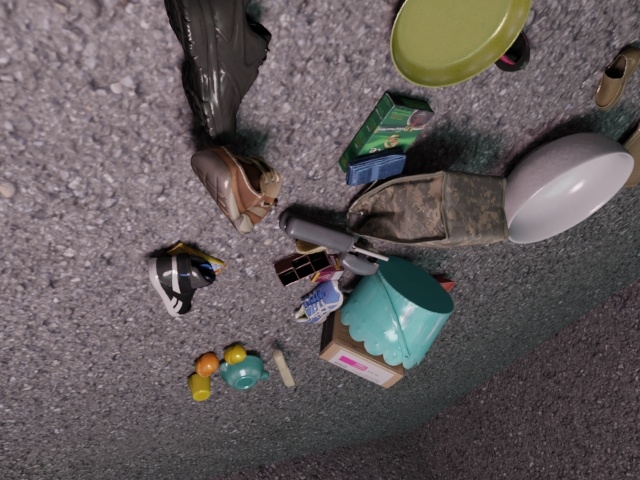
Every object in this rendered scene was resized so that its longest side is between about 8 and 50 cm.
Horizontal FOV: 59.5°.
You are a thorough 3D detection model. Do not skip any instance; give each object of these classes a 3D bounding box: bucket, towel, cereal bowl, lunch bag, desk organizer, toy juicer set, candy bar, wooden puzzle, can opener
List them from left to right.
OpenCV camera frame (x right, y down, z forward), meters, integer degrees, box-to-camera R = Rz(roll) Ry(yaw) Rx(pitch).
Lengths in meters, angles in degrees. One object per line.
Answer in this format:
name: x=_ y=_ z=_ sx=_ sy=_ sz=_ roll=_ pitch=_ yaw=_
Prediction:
candy bar: x=-0.264 y=0.039 z=1.207 sx=0.040 sy=0.018 sz=0.161 roll=-34 pitch=147 yaw=15
toy juicer set: x=-0.230 y=0.373 z=1.690 sx=0.330 sy=0.089 sz=0.209 roll=-3 pitch=131 yaw=-18
desk organizer: x=-0.044 y=0.059 z=1.345 sx=0.130 sy=0.050 sz=0.047 roll=-25 pitch=121 yaw=1
can opener: x=0.030 y=0.017 z=1.253 sx=0.284 sy=0.076 sz=0.095 roll=17 pitch=103 yaw=-32
towel: x=0.109 y=-0.141 z=1.101 sx=0.120 sy=0.029 sz=0.067 roll=-17 pitch=149 yaw=-13
bucket: x=0.207 y=0.182 z=1.512 sx=0.281 sy=0.281 sz=0.183 roll=8 pitch=122 yaw=-42
lunch bag: x=0.228 y=-0.064 z=1.236 sx=0.236 sy=0.168 sz=0.287 roll=0 pitch=177 yaw=-41
cereal bowl: x=0.586 y=-0.146 z=1.405 sx=0.339 sy=0.141 sz=0.338 roll=-17 pitch=148 yaw=-11
wooden puzzle: x=0.887 y=-0.246 z=1.570 sx=0.221 sy=0.044 sz=0.238 roll=-7 pitch=141 yaw=-27

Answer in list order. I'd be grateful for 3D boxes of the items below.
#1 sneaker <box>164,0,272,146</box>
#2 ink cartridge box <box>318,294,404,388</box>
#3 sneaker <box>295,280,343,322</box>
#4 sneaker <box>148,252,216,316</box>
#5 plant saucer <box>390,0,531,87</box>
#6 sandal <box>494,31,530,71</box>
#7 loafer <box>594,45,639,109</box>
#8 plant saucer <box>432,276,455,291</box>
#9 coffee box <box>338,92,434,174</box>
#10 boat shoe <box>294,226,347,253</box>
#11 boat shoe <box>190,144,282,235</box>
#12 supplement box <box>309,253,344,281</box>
sneaker: x=-0.130 y=-0.245 z=0.789 sx=0.130 sy=0.109 sz=0.286 roll=-24 pitch=153 yaw=-18
ink cartridge box: x=0.122 y=0.285 z=1.600 sx=0.235 sy=0.193 sz=0.088 roll=28 pitch=129 yaw=-14
sneaker: x=-0.003 y=0.172 z=1.535 sx=0.081 sy=0.080 sz=0.211 roll=-6 pitch=144 yaw=-31
sneaker: x=-0.278 y=0.101 z=1.205 sx=0.121 sy=0.079 sz=0.216 roll=-9 pitch=151 yaw=0
plant saucer: x=0.221 y=-0.357 z=0.909 sx=0.241 sy=0.037 sz=0.240 roll=-13 pitch=145 yaw=-9
sandal: x=0.343 y=-0.354 z=1.010 sx=0.067 sy=0.040 sz=0.179 roll=-34 pitch=148 yaw=14
loafer: x=0.636 y=-0.351 z=1.216 sx=0.050 sy=0.056 sz=0.147 roll=-10 pitch=136 yaw=-23
plant saucer: x=0.265 y=0.198 z=1.799 sx=0.259 sy=0.047 sz=0.258 roll=-2 pitch=142 yaw=-32
coffee box: x=0.127 y=-0.198 z=1.095 sx=0.113 sy=0.040 sz=0.184 roll=1 pitch=141 yaw=-37
boat shoe: x=0.000 y=0.000 z=1.313 sx=0.136 sy=0.050 sz=0.045 roll=-12 pitch=171 yaw=-24
boat shoe: x=-0.132 y=-0.101 z=0.953 sx=0.116 sy=0.123 sz=0.324 roll=-36 pitch=176 yaw=-6
supplement box: x=0.010 y=0.070 z=1.412 sx=0.083 sy=0.054 sz=0.043 roll=-4 pitch=144 yaw=-32
